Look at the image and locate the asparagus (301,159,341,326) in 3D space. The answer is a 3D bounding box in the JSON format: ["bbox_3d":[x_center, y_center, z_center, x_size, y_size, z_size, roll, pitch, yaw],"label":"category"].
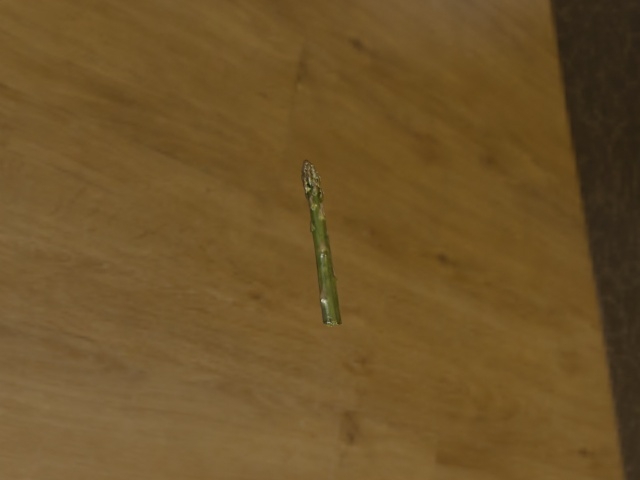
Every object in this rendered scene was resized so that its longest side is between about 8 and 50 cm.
[{"bbox_3d":[0.000,0.000,0.829,0.014,0.015,0.114,1,76,-39],"label":"asparagus"}]
